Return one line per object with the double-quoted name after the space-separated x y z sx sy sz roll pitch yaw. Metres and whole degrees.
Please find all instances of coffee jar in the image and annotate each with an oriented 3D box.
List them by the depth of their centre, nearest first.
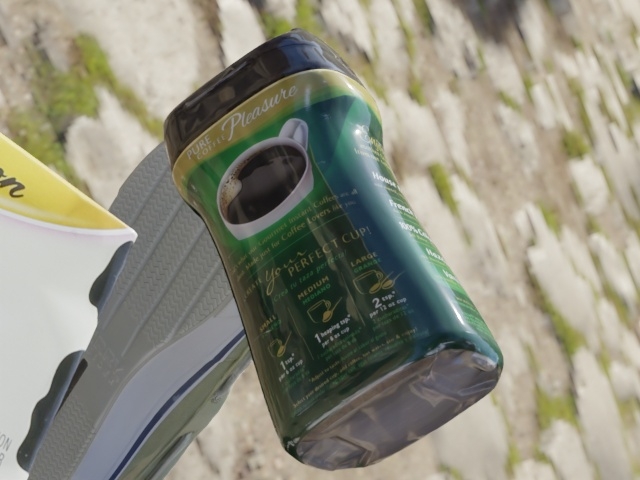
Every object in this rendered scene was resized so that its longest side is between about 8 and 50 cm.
0.000 0.000 0.697 0.079 0.096 0.184 31 30 -55 "coffee jar"

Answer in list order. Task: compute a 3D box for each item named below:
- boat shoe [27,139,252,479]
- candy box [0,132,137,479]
-0.078 0.038 0.906 0.094 0.302 0.109 2 45 -50 "boat shoe"
-0.157 0.052 0.367 0.159 0.071 0.233 37 51 -24 "candy box"
